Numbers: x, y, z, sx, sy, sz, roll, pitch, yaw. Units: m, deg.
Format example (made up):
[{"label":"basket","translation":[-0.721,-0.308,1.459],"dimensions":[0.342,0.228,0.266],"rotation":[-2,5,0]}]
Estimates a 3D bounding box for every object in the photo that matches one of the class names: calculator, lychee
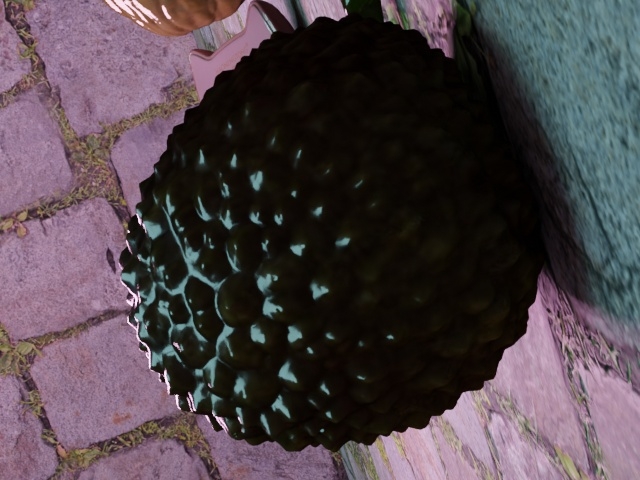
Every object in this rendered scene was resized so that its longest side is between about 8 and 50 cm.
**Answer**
[{"label":"calculator","translation":[-0.041,-0.095,1.480],"dimensions":[0.220,0.048,0.329],"rotation":[-24,86,53]},{"label":"lychee","translation":[0.000,0.000,0.799],"dimensions":[0.267,0.267,0.267],"rotation":[160,90,-84]}]

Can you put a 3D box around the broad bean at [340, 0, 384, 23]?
[{"label":"broad bean","translation":[0.026,-0.198,0.882],"dimensions":[0.061,0.046,0.195],"rotation":[54,173,24]}]

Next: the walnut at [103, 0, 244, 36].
[{"label":"walnut","translation":[-0.167,-0.354,1.417],"dimensions":[0.225,0.225,0.261],"rotation":[-119,9,-56]}]
